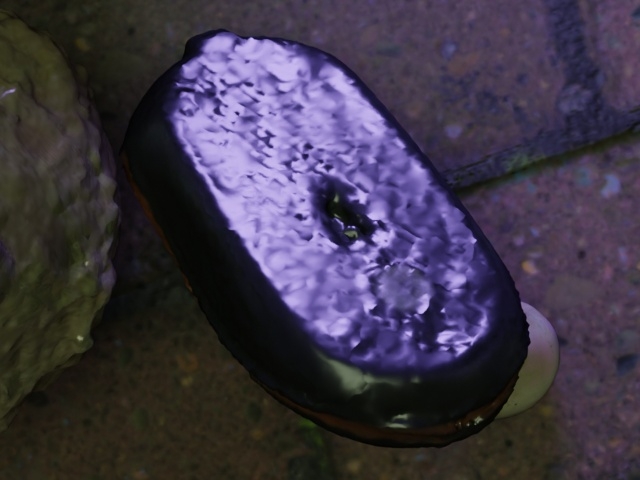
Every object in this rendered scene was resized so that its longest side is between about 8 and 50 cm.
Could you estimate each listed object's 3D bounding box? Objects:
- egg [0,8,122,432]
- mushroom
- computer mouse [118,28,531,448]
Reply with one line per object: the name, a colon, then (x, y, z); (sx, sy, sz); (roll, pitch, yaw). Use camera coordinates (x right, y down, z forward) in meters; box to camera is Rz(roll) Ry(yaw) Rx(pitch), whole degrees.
egg: (-0.259, -0.007, 1.018); (0.279, 0.279, 0.310); (29, 110, 6)
mushroom: (0.118, 0.077, 1.069); (0.083, 0.067, 0.083); (-9, 116, -18)
computer mouse: (-0.001, 0.004, 1.020); (0.183, 0.116, 0.323); (-17, 58, -28)
